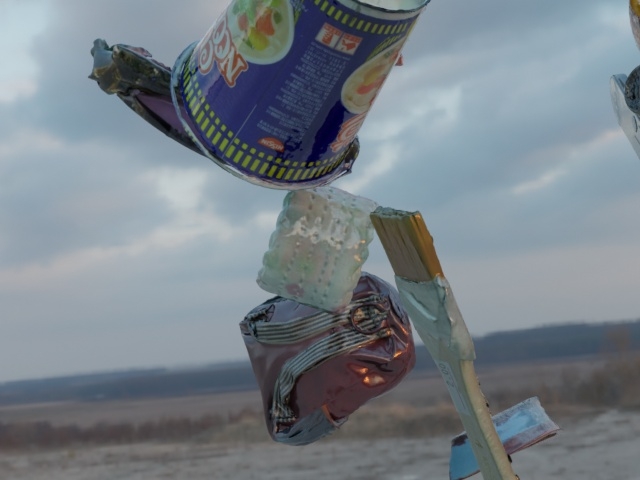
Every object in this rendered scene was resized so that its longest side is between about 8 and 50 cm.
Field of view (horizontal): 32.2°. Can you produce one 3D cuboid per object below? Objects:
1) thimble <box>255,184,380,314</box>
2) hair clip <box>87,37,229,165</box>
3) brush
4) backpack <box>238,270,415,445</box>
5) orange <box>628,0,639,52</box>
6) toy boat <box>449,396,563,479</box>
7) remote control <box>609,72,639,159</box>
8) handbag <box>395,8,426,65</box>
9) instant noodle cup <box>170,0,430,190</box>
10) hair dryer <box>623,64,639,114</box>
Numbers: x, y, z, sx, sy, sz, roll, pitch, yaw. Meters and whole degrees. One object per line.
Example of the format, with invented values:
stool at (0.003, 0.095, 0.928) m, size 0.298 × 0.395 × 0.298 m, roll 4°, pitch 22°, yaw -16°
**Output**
thimble at (0.000, 0.000, 1.672) m, size 0.149 × 0.211 × 0.185 m, roll 19°, pitch -44°, yaw 0°
hair clip at (-0.167, -0.191, 1.610) m, size 0.358 × 0.110 × 0.095 m, roll 24°, pitch -49°, yaw -23°
brush at (0.116, 0.127, 0.876) m, size 0.020 × 0.336 × 0.085 m, roll -28°, pitch 15°, yaw -18°
backpack at (0.018, 0.197, 2.011) m, size 0.317 × 0.283 × 0.197 m, roll -30°, pitch -25°, yaw 24°
orange at (0.606, -0.329, 1.585) m, size 0.274 × 0.310 × 0.274 m, roll 39°, pitch -1°, yaw 1°
toy boat at (0.294, 0.302, 1.707) m, size 0.136 × 0.079 × 0.392 m, roll -31°, pitch -13°, yaw 24°
remote control at (0.449, -0.161, 1.567) m, size 0.022 × 0.077 × 0.245 m, roll -11°, pitch 34°, yaw 4°
handbag at (0.072, -0.322, 1.692) m, size 0.157 × 0.212 × 0.059 m, roll 2°, pitch -34°, yaw 39°
instant noodle cup at (-0.008, -0.259, 1.411) m, size 0.284 × 0.284 × 0.312 m, roll -1°, pitch -32°, yaw -31°
hair dryer at (0.311, -0.177, 0.943) m, size 0.071 × 0.150 × 0.047 m, roll 5°, pitch 12°, yaw -25°
